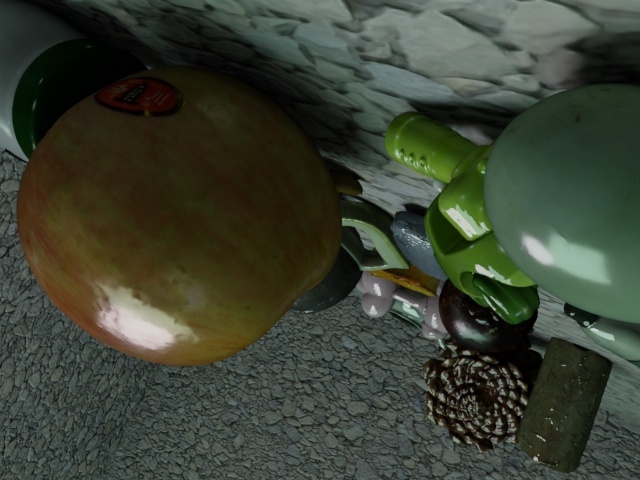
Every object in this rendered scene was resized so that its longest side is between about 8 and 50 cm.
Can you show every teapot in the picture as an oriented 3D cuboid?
[{"bbox_3d":[0.259,0.172,1.639,0.294,0.129,0.193,33,169,-12],"label":"teapot"},{"bbox_3d":[-0.017,0.016,1.181,0.322,0.239,0.239,29,162,33],"label":"teapot"}]

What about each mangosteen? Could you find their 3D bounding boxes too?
[{"bbox_3d":[0.289,0.110,1.026,0.173,0.172,0.184,27,-168,-1],"label":"mangosteen"}]

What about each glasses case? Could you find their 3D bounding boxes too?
[{"bbox_3d":[0.193,0.016,1.047,0.109,0.067,0.282,30,177,24],"label":"glasses case"}]

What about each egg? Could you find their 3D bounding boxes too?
[{"bbox_3d":[0.204,-0.022,0.391,0.192,0.149,0.149,27,173,3],"label":"egg"}]

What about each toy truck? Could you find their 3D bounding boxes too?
[{"bbox_3d":[0.160,-0.033,0.549,0.210,0.148,0.187,48,-179,-18],"label":"toy truck"}]

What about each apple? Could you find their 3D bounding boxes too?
[{"bbox_3d":[-0.163,-0.023,0.775,0.346,0.391,0.391,46,175,7],"label":"apple"}]

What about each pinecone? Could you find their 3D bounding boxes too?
[{"bbox_3d":[0.495,0.408,1.753,0.385,0.384,0.384,27,173,4],"label":"pinecone"}]

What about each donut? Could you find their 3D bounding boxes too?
[{"bbox_3d":[0.195,0.066,1.381,0.190,0.074,0.174,22,171,7],"label":"donut"}]

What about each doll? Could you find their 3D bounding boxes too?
[{"bbox_3d":[0.233,0.152,1.499,0.365,0.160,0.094,20,-164,26],"label":"doll"}]

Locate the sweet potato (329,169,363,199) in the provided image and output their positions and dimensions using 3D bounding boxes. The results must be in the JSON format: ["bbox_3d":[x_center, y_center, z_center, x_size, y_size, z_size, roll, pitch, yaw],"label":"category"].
[{"bbox_3d":[-0.076,-0.111,1.001,0.310,0.097,0.124,18,-175,11],"label":"sweet potato"}]

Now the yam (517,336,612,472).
[{"bbox_3d":[0.613,0.410,1.487,0.168,0.304,0.168,20,180,0],"label":"yam"}]

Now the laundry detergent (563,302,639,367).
[{"bbox_3d":[0.485,0.152,0.937,0.226,0.070,0.099,28,179,-11],"label":"laundry detergent"}]

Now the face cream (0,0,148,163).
[{"bbox_3d":[-0.440,-0.235,0.913,0.357,0.219,0.312,26,168,30],"label":"face cream"}]

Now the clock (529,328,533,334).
[{"bbox_3d":[0.518,0.224,1.548,0.085,0.017,0.085,27,173,3],"label":"clock"}]
